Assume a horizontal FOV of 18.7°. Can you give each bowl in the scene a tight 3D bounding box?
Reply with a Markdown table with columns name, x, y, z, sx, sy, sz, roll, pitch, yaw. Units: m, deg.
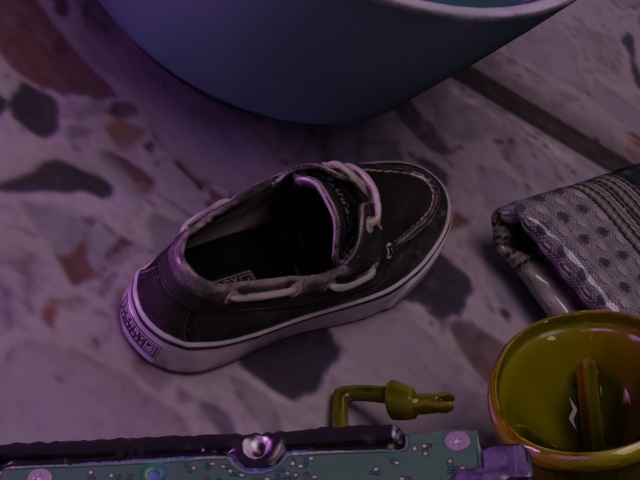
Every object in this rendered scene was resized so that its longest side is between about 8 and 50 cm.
| name | x | y | z | sx | sy | sz | roll | pitch | yaw |
| --- | --- | --- | --- | --- | --- | --- | --- | --- | --- |
| bowl | -0.013 | -0.183 | 1.042 | 0.311 | 0.163 | 0.311 | 19 | 45 | -20 |

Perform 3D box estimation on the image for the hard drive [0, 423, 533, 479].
| name | x | y | z | sx | sy | sz | roll | pitch | yaw |
| --- | --- | --- | --- | --- | --- | --- | --- | --- | --- |
| hard drive | -0.094 | 0.175 | 0.628 | 0.339 | 0.064 | 0.237 | -4 | 48 | 5 |

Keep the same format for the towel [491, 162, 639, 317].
| name | x | y | z | sx | sy | sz | roll | pitch | yaw |
| --- | --- | --- | --- | --- | --- | --- | --- | --- | --- |
| towel | 0.283 | 0.080 | 1.099 | 0.312 | 0.056 | 0.324 | -16 | 61 | -45 |

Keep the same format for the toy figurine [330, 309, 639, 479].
| name | x | y | z | sx | sy | sz | roll | pitch | yaw |
| --- | --- | --- | --- | --- | --- | --- | --- | --- | --- |
| toy figurine | 0.112 | 0.211 | 0.824 | 0.362 | 0.191 | 0.217 | -88 | 156 | -64 |

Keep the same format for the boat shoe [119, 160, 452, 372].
| name | x | y | z | sx | sy | sz | roll | pitch | yaw |
| --- | --- | --- | --- | --- | --- | --- | --- | --- | --- |
| boat shoe | 0.000 | 0.000 | 0.956 | 0.219 | 0.070 | 0.078 | -27 | 70 | -45 |
